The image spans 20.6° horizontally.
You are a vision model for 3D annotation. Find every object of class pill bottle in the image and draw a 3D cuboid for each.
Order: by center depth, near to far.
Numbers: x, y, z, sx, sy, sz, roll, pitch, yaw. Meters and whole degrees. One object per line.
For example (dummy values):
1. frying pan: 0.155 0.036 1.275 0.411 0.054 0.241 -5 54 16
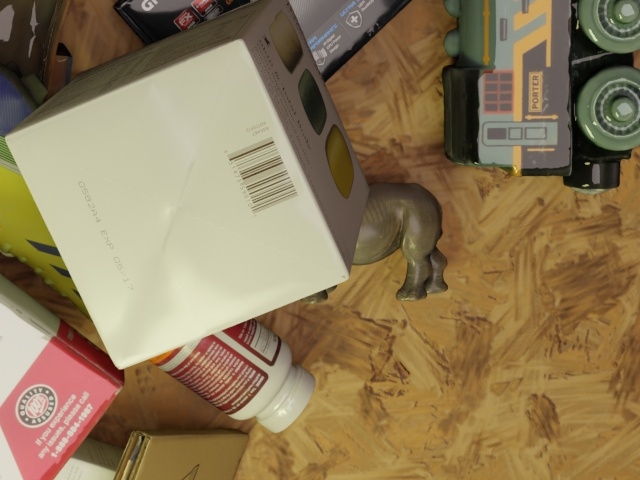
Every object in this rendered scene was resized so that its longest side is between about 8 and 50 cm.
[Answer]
1. pill bottle: -0.083 0.106 1.585 0.152 0.086 0.086 37 89 -16

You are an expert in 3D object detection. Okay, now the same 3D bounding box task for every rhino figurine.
1. rhino figurine: 0.000 0.000 1.596 0.243 0.073 0.106 -1 98 -9

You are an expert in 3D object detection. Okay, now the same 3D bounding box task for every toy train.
1. toy train: 0.205 -0.206 1.588 0.190 0.142 0.334 -1 99 -4

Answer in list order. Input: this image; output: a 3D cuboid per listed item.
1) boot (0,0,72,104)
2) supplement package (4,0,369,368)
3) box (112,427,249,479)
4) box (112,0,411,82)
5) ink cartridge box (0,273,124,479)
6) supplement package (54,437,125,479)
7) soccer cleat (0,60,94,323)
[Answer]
1. boot: -0.264 -0.212 1.491 0.106 0.082 0.219 1 101 -17
2. supplement package: -0.093 -0.059 1.408 0.198 0.263 0.199 -22 103 11
3. box: -0.139 0.244 1.549 0.021 0.201 0.164 22 93 22
4. box: -0.045 -0.215 1.561 0.220 0.051 0.175 -43 106 -4
5. ink cartridge box: -0.341 0.105 1.399 0.306 0.131 0.226 38 90 -6
6. supplement package: -0.260 0.218 1.547 0.179 0.105 0.105 21 94 -17
7. soccer cleat: -0.242 -0.017 1.497 0.121 0.093 0.289 -37 123 -17
